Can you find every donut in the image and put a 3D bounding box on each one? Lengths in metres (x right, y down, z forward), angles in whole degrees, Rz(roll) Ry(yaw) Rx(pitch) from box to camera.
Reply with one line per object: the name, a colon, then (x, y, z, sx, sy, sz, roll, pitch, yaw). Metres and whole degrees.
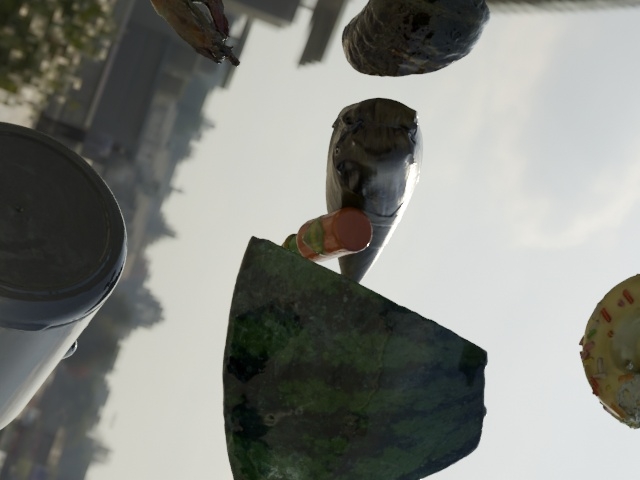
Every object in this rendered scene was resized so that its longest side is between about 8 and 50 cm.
donut: (0.313, 0.096, 1.472, 0.108, 0.065, 0.166, 33, -82, 47)

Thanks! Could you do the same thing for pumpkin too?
pumpkin: (0.124, -0.350, 2.351, 0.163, 0.278, 0.111, 54, 46, -51)

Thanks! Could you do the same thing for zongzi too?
zongzi: (0.067, -0.054, 2.096, 0.286, 0.138, 0.300, -93, -166, -86)

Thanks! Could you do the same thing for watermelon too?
watermelon: (0.044, 0.114, 1.615, 0.292, 0.283, 0.250, -80, 172, -56)

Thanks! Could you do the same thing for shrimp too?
shrimp: (-0.171, -0.324, 2.065, 0.101, 0.190, 0.042, -36, -174, -12)

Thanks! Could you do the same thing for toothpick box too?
toothpick box: (-0.319, 0.062, 1.348, 0.316, 0.229, 0.229, -50, -159, 43)

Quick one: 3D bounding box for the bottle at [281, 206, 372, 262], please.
bottle: (0.000, 0.000, 2.116, 0.187, 0.069, 0.069, -21, -132, 58)
